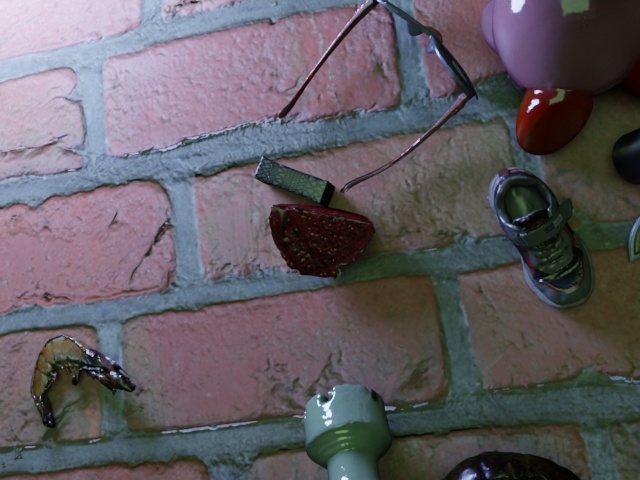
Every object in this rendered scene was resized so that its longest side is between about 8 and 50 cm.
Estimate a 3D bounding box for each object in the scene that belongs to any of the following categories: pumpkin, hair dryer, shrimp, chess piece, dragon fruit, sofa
[{"bbox_3d":[0.252,0.393,0.944,0.237,0.159,0.238,-4,75,14],"label":"pumpkin"},{"bbox_3d":[0.551,-0.163,0.980,0.248,0.195,0.078,-24,88,-14],"label":"hair dryer"},{"bbox_3d":[-0.393,0.244,1.177,0.195,0.035,0.148,23,83,22],"label":"shrimp"},{"bbox_3d":[0.049,0.345,0.951,0.194,0.195,0.299,-18,45,9],"label":"chess piece"},{"bbox_3d":[0.000,0.000,1.117,0.162,0.083,0.106,8,103,3],"label":"dragon fruit"},{"bbox_3d":[-0.040,-0.092,1.146,0.117,0.060,0.039,22,92,14],"label":"sofa"}]

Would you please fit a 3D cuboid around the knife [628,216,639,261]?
[{"bbox_3d":[0.568,-0.086,1.026,0.343,0.027,0.061,-38,79,4],"label":"knife"}]

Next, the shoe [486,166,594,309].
[{"bbox_3d":[0.313,-0.015,1.021,0.099,0.125,0.228,-28,74,4],"label":"shoe"}]

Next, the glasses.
[{"bbox_3d":[0.086,-0.230,1.144,0.268,0.118,0.234,-44,75,17],"label":"glasses"}]

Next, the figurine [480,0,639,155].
[{"bbox_3d":[0.360,-0.300,1.014,0.269,0.211,0.262,-25,76,7],"label":"figurine"}]
